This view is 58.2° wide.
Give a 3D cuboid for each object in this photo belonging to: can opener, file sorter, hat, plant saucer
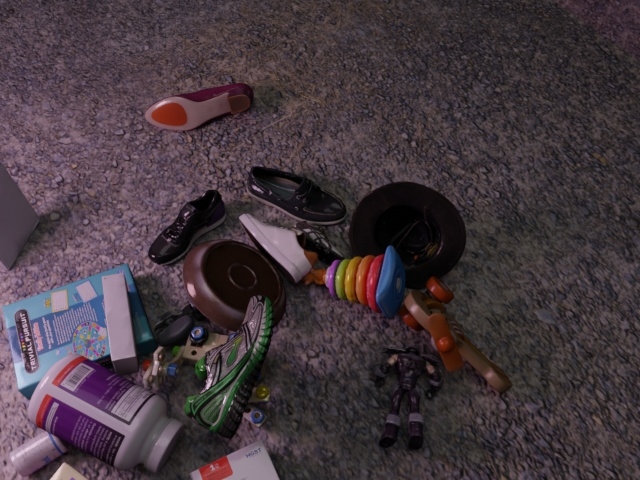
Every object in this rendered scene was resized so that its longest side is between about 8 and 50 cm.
[{"bbox_3d":[-0.319,0.196,1.568,0.284,0.075,0.095,-30,53,-23],"label":"can opener"},{"bbox_3d":[-0.964,-0.081,1.617,0.173,0.277,0.192,9,55,9],"label":"file sorter"},{"bbox_3d":[0.253,-0.030,1.690,0.332,0.330,0.134,11,17,5],"label":"hat"},{"bbox_3d":[-0.219,0.109,1.560,0.311,0.050,0.310,23,41,-22],"label":"plant saucer"}]

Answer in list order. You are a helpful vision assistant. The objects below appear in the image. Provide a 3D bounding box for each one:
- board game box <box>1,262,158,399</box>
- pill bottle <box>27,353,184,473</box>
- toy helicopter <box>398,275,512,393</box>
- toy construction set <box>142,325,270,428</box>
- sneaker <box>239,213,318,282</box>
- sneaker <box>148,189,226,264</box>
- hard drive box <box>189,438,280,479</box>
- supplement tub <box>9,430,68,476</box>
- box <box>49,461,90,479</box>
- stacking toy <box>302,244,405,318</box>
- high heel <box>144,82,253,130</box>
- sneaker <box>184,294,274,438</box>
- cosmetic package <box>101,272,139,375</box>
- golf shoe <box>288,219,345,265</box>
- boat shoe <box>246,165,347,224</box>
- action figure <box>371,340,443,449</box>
[{"bbox_3d":[-0.636,0.233,1.528,0.336,0.079,0.253,-20,59,-16],"label":"board game box"},{"bbox_3d":[-0.489,0.409,1.337,0.323,0.181,0.181,27,58,4],"label":"pill bottle"},{"bbox_3d":[0.356,0.263,1.487,0.355,0.235,0.140,43,104,5],"label":"toy helicopter"},{"bbox_3d":[-0.272,0.330,1.448,0.328,0.151,0.214,16,56,-5],"label":"toy construction set"},{"bbox_3d":[-0.118,-0.001,1.685,0.123,0.105,0.290,-40,61,-14],"label":"sneaker"},{"bbox_3d":[-0.406,-0.052,1.710,0.107,0.124,0.283,34,61,20],"label":"sneaker"},{"bbox_3d":[-0.166,0.600,1.289,0.181,0.089,0.232,-22,59,-18],"label":"hard drive box"},{"bbox_3d":[-0.659,0.494,1.350,0.107,0.071,0.071,-32,62,-21],"label":"supplement tub"},{"bbox_3d":[-0.519,0.643,1.225,0.243,0.117,0.213,27,58,17],"label":"box"},{"bbox_3d":[0.076,0.109,1.618,0.302,0.165,0.175,4,64,23],"label":"stacking toy"},{"bbox_3d":[-0.424,-0.479,2.045,0.378,0.127,0.181,-6,27,-2],"label":"high heel"},{"bbox_3d":[-0.202,0.267,1.332,0.147,0.134,0.343,22,56,0],"label":"sneaker"},{"bbox_3d":[-0.501,0.208,1.442,0.061,0.098,0.238,-10,57,-16],"label":"cosmetic package"},{"bbox_3d":[0.000,0.000,1.723,0.198,0.077,0.094,32,54,13],"label":"golf shoe"},{"bbox_3d":[-0.075,-0.153,1.802,0.340,0.113,0.127,24,57,14],"label":"boat shoe"},{"bbox_3d":[0.217,0.378,1.462,0.186,0.099,0.284,7,51,11],"label":"action figure"}]
